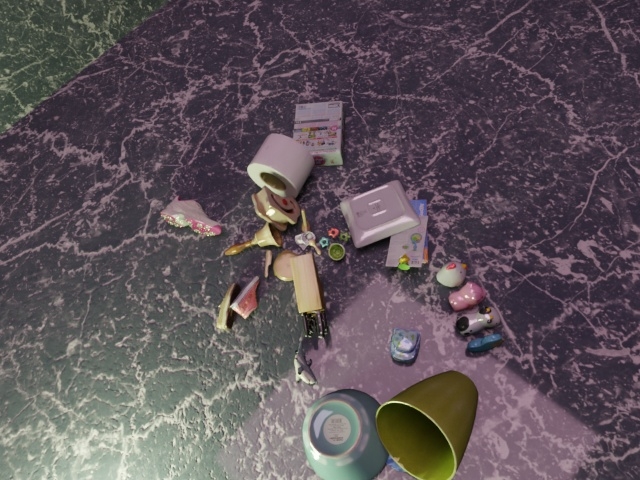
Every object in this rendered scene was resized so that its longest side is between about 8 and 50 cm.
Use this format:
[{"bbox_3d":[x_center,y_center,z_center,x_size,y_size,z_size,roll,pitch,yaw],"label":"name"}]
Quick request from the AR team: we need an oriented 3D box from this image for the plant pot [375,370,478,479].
[{"bbox_3d":[0.369,0.545,1.511,0.275,0.275,0.293,38,42,25],"label":"plant pot"}]

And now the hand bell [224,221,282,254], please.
[{"bbox_3d":[-0.294,0.012,2.023,0.242,0.126,0.126,-23,61,12],"label":"hand bell"}]

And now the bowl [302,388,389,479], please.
[{"bbox_3d":[0.065,0.622,1.567,0.311,0.163,0.311,-10,57,15],"label":"bowl"}]

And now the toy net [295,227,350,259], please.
[{"bbox_3d":[0.000,0.000,1.966,0.232,0.045,0.122,14,94,17],"label":"toy net"}]

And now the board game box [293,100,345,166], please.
[{"bbox_3d":[-0.005,-0.490,2.215,0.224,0.097,0.303,-2,61,11],"label":"board game box"}]

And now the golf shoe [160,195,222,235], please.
[{"bbox_3d":[-0.555,-0.116,2.121,0.306,0.115,0.140,18,64,17],"label":"golf shoe"}]

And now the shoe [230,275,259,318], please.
[{"bbox_3d":[-0.280,0.226,1.923,0.081,0.063,0.178,44,50,-10],"label":"shoe"}]

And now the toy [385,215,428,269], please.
[{"bbox_3d":[0.341,0.012,1.875,0.137,0.056,0.237,0,52,23],"label":"toy"}]

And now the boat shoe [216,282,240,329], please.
[{"bbox_3d":[-0.376,0.259,1.921,0.072,0.068,0.190,-2,61,27],"label":"boat shoe"}]

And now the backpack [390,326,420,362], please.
[{"bbox_3d":[0.299,0.372,1.718,0.105,0.084,0.114,8,68,17],"label":"backpack"}]

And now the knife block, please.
[{"bbox_3d":[-0.039,0.220,1.780,0.088,0.276,0.242,-12,32,4],"label":"knife block"}]

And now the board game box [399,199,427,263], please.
[{"bbox_3d":[0.359,-0.039,1.951,0.145,0.027,0.281,-1,63,12],"label":"board game box"}]

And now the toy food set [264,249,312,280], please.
[{"bbox_3d":[-0.130,0.103,1.971,0.192,0.038,0.132,3,71,6],"label":"toy food set"}]

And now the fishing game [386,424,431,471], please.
[{"bbox_3d":[0.276,0.666,1.599,0.264,0.041,0.189,15,59,24],"label":"fishing game"}]

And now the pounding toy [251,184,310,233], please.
[{"bbox_3d":[-0.137,-0.144,1.994,0.155,0.269,0.154,-33,41,27],"label":"pounding toy"}]

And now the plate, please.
[{"bbox_3d":[0.233,-0.124,1.966,0.278,0.045,0.277,-21,48,5],"label":"plate"}]

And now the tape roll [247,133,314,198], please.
[{"bbox_3d":[-0.168,-0.315,2.072,0.246,0.246,0.169,21,68,20],"label":"tape roll"}]

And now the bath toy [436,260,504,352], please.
[{"bbox_3d":[0.533,0.217,1.729,0.151,0.129,0.348,-19,61,1],"label":"bath toy"}]

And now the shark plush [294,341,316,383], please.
[{"bbox_3d":[-0.063,0.456,1.781,0.067,0.073,0.161,-3,39,-12],"label":"shark plush"}]
